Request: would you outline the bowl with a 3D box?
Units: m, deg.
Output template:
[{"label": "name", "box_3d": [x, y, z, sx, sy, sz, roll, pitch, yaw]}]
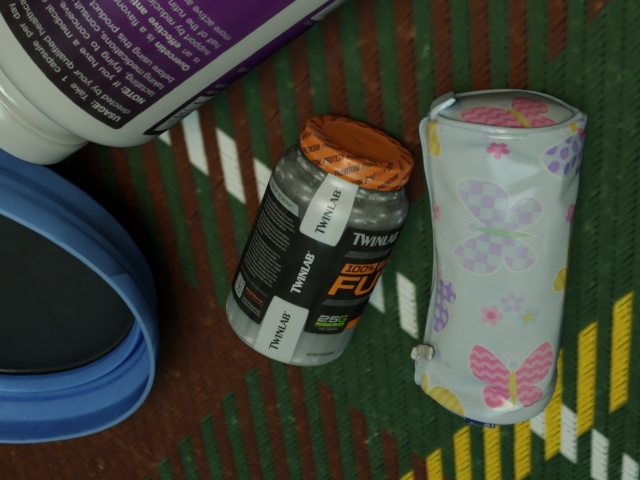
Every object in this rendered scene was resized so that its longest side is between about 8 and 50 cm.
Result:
[{"label": "bowl", "box_3d": [-0.331, 0.052, 0.712, 0.391, 0.077, 0.391, 3, 139, 3]}]

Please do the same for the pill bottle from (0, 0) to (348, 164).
[{"label": "pill bottle", "box_3d": [-0.111, -0.188, 0.569, 0.323, 0.181, 0.181, -30, 107, 21]}]

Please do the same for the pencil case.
[{"label": "pencil case", "box_3d": [0.141, 0.014, 0.663, 0.124, 0.113, 0.273, 10, 118, 21]}]

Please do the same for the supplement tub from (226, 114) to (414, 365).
[{"label": "supplement tub", "box_3d": [0.000, 0.000, 0.677, 0.117, 0.117, 0.190, 22, 118, -1]}]
